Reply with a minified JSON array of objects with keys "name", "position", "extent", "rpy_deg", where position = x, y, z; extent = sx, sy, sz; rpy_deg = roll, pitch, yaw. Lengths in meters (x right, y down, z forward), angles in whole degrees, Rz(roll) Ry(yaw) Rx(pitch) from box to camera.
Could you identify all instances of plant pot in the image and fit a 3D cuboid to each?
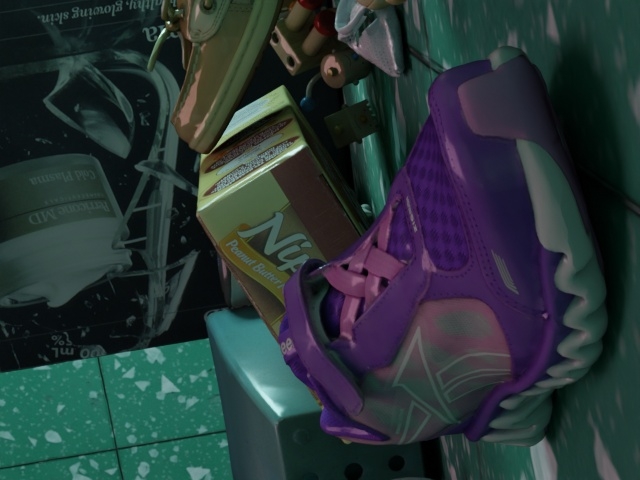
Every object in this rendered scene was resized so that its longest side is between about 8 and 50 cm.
[{"name":"plant pot","position":[0.009,0.151,1.086],"extent":[0.234,0.166,0.165],"rpy_deg":[-133,33,-76]}]

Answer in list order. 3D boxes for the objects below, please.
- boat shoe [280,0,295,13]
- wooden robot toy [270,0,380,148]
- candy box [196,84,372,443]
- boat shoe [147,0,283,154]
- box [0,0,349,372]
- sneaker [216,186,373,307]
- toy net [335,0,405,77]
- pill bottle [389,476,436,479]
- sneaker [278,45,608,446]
[{"name":"boat shoe","position":[-0.048,-0.314,1.029],"extent":[0.120,0.123,0.324],"rpy_deg":[-106,6,-48]},{"name":"wooden robot toy","position":[0.009,-0.163,1.055],"extent":[0.173,0.079,0.076],"rpy_deg":[57,140,9]},{"name":"candy box","position":[-0.007,0.000,0.962],"extent":[0.183,0.088,0.316],"rpy_deg":[57,-176,-14]},{"name":"boat shoe","position":[-0.064,-0.204,0.934],"extent":[0.104,0.089,0.285],"rpy_deg":[-149,75,-81]},{"name":"box","position":[-0.223,-0.145,1.499],"extent":[0.297,0.480,0.471],"rpy_deg":[-104,5,-58]},{"name":"sneaker","position":[0.000,0.000,1.273],"extent":[0.297,0.129,0.111],"rpy_deg":[-45,-51,-70]},{"name":"toy net","position":[0.021,-0.179,0.758],"extent":[0.232,0.045,0.122],"rpy_deg":[85,175,-64]},{"name":"pill bottle","position":[0.063,0.235,0.868],"extent":[0.086,0.086,0.152],"rpy_deg":[-102,4,-53]},{"name":"sneaker","position":[0.036,0.021,0.476],"extent":[0.236,0.105,0.095],"rpy_deg":[88,174,-64]}]
